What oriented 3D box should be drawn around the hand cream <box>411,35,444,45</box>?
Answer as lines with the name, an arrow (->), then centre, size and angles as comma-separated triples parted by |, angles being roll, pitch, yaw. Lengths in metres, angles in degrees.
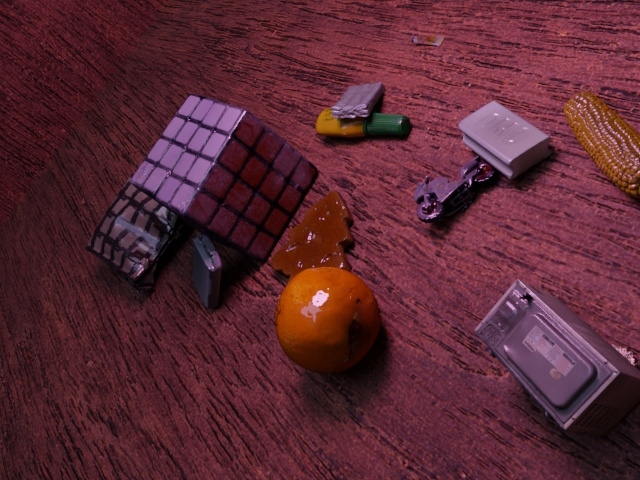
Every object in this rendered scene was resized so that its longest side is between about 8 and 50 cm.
hand cream -> 0.312, -0.586, 1.797 | 0.102, 0.022, 0.035 | 18, 72, 40

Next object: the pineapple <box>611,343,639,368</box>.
pineapple -> 0.545, 0.220, 1.101 | 0.045, 0.019, 0.083 | -27, 48, 27

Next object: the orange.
orange -> 0.017, 0.184, 1.407 | 0.246, 0.246, 0.246 | -20, 53, 29

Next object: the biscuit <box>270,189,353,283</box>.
biscuit -> 0.001, 0.001, 1.673 | 0.278, 0.043, 0.301 | 10, 70, 45

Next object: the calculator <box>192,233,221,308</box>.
calculator -> -0.335, 0.093, 1.799 | 0.141, 0.045, 0.246 | 55, 147, 35

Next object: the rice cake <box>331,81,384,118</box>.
rice cake -> 0.111, -0.407, 1.768 | 0.124, 0.038, 0.211 | 1, 32, 26

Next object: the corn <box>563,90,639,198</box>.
corn -> 0.598, -0.197, 1.259 | 0.101, 0.101, 0.310 | -37, 48, 16

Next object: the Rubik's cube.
Rubik's cube -> -0.282, -0.186, 1.808 | 0.337, 0.344, 0.344 | 25, 80, 44

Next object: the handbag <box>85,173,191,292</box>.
handbag -> -0.618, -0.028, 2.125 | 0.327, 0.162, 0.325 | 29, 86, 40

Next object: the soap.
soap -> 0.426, -0.237, 1.432 | 0.119, 0.066, 0.198 | -31, 45, -6

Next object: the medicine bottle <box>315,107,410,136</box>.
medicine bottle -> 0.119, -0.337, 1.759 | 0.309, 0.076, 0.111 | 12, 54, 42

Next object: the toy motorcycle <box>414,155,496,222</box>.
toy motorcycle -> 0.313, -0.126, 1.474 | 0.215, 0.080, 0.122 | -36, 44, 2

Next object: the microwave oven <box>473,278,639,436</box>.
microwave oven -> 0.418, 0.207, 1.085 | 0.145, 0.194, 0.240 | -57, 42, 19
